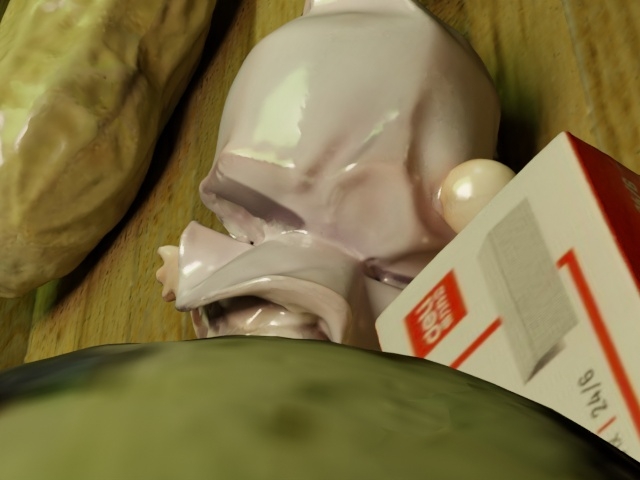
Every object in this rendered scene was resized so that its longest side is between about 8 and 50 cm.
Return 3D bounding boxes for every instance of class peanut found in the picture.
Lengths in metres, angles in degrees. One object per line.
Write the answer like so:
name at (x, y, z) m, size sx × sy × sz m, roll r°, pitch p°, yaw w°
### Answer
peanut at (-0.168, -0.107, 1.358) m, size 0.152 × 0.152 × 0.313 m, roll -14°, pitch 43°, yaw 58°

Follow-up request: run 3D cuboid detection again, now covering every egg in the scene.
egg at (-0.034, 0.231, 0.393) m, size 0.345 × 0.345 × 0.428 m, roll -2°, pitch 71°, yaw 62°

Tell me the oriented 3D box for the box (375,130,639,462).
box at (0.092, 0.067, 0.714) m, size 0.123 × 0.050 × 0.229 m, roll -47°, pitch 29°, yaw 22°

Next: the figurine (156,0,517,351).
figurine at (0.000, -0.001, 0.899) m, size 0.200 × 0.133 × 0.276 m, roll -18°, pitch 44°, yaw 50°

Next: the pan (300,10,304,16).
pan at (0.062, -0.202, 1.162) m, size 0.212 × 0.040 × 0.115 m, roll -55°, pitch 23°, yaw -13°
